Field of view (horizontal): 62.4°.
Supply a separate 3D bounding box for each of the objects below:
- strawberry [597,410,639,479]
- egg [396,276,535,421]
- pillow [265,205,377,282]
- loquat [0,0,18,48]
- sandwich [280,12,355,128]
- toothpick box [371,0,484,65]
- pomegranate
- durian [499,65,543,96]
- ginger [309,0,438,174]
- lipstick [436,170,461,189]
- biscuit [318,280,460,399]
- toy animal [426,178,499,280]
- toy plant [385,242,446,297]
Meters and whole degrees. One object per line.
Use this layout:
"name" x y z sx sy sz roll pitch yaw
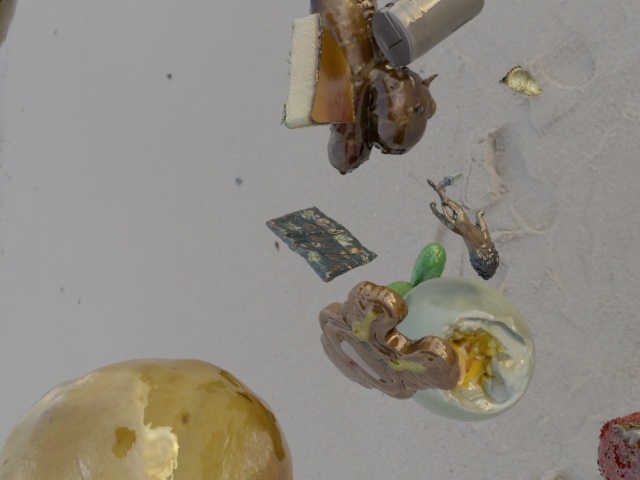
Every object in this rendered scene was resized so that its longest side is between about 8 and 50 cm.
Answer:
"strawberry" 0.329 0.220 0.528 0.106 0.106 0.106 -16 67 44
"egg" 0.273 0.213 1.093 0.336 0.279 0.278 -165 89 -83
"pillow" 0.000 -0.001 1.362 0.256 0.189 0.034 40 133 29
"loquat" -0.321 -0.169 0.277 0.275 0.275 0.274 -16 67 44
"sandwich" 0.006 -0.220 0.814 0.058 0.162 0.192 -6 65 23
"toothpick box" 0.194 -0.409 0.960 0.181 0.111 0.111 -37 43 -12
"pomegranate" -0.188 0.291 0.580 0.333 0.333 0.332 -16 67 44
"durian" 0.475 -0.376 1.246 0.066 0.130 0.052 61 140 42
"ginger" 0.104 -0.353 1.074 0.254 0.176 0.418 -11 107 9
"lipstick" 0.310 -0.143 1.303 0.025 0.107 0.025 15 124 43
"biscuit" 0.075 0.158 0.757 0.186 0.044 0.295 46 153 7
"toy animal" 0.264 -0.029 0.967 0.069 0.086 0.219 -37 95 36
"toy plant" 0.284 0.215 1.662 0.211 0.317 0.356 36 144 24
